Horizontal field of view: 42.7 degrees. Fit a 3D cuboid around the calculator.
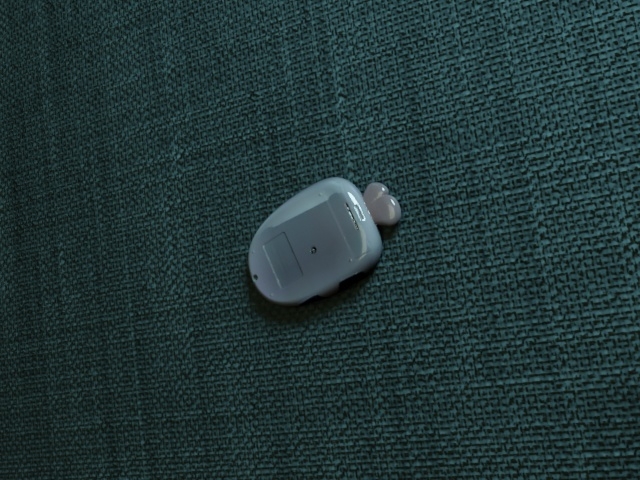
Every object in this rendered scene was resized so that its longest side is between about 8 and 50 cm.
[{"bbox_3d":[0.000,0.000,0.759,0.166,0.024,0.103,-32,72,24],"label":"calculator"}]
